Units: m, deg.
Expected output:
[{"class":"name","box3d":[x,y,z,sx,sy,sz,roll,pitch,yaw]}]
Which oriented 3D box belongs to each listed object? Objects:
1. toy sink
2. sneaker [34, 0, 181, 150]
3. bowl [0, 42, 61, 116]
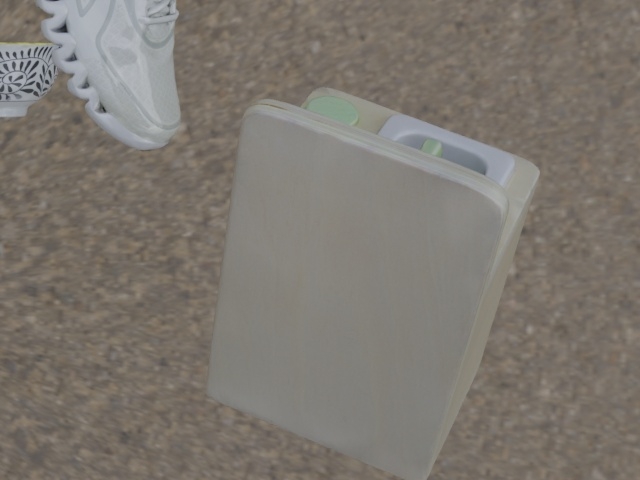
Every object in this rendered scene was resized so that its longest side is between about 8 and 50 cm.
[{"class":"toy sink","box3d":[0.034,0.003,0.852,0.153,0.234,0.131,20,42,12]},{"class":"sneaker","box3d":[-0.144,-0.209,1.030,0.118,0.110,0.292,-11,99,18]},{"class":"bowl","box3d":[-0.354,-0.173,1.529,0.170,0.170,0.080,-3,97,-23]}]
